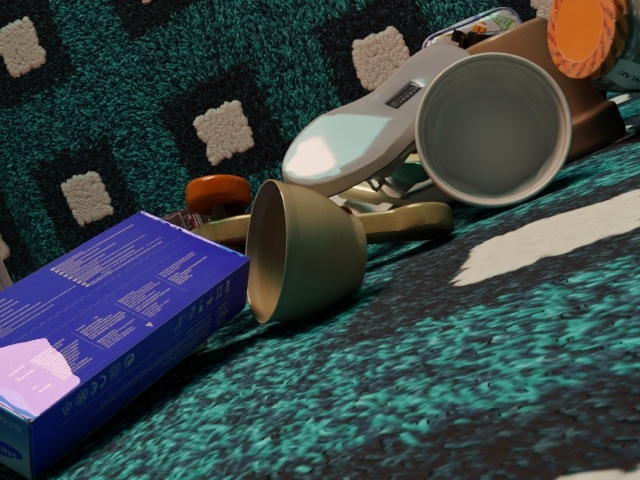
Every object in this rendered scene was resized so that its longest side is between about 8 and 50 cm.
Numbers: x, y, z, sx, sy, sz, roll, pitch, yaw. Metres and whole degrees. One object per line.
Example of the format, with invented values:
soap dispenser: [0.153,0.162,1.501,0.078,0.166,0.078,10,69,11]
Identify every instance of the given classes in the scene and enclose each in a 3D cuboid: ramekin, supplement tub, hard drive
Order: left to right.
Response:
hard drive: [0.126,-0.057,1.640,0.307,0.040,0.203,-21,6,19]
ramekin: [0.235,-0.145,1.260,0.207,0.207,0.109,-22,-4,8]
supplement tub: [0.523,-0.325,1.414,0.316,0.193,0.193,-6,-2,-24]

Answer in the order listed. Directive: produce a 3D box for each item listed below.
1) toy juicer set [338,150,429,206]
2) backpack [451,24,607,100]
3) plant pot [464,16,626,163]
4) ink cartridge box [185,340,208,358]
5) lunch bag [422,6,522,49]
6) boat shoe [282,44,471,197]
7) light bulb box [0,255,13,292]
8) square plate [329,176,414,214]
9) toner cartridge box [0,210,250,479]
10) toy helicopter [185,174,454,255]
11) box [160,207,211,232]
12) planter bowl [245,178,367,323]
toy juicer set: [0.115,-0.147,1.529,0.209,0.089,0.329,2,29,11]
backpack: [0.404,-0.286,1.731,0.263,0.276,0.213,-7,13,22]
plant pot: [0.341,-0.237,1.529,0.263,0.229,0.263,-24,5,2]
ink cartridge box: [-0.269,0.134,1.148,0.158,0.092,0.218,-28,6,-41]
lunch bag: [0.342,-0.322,1.912,0.243,0.303,0.115,-23,-6,2]
boat shoe: [0.094,-0.142,1.378,0.136,0.156,0.367,30,57,31]
light bulb box: [-0.529,0.114,1.017,0.361,0.358,0.225,-17,6,38]
square plate: [-0.055,-0.011,1.559,0.347,0.049,0.344,-13,20,43]
toner cartridge box: [-0.236,0.089,0.957,0.165,0.075,0.348,22,33,22]
toy helicopter: [0.000,0.000,1.222,0.355,0.140,0.235,-7,-16,7]
box: [-0.294,0.041,1.751,0.247,0.163,0.142,-20,5,28]
planter bowl: [-0.013,0.016,1.043,0.109,0.162,0.162,5,-4,-20]
